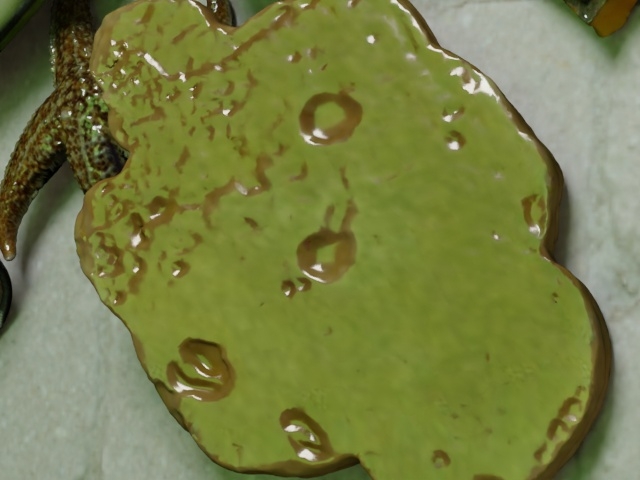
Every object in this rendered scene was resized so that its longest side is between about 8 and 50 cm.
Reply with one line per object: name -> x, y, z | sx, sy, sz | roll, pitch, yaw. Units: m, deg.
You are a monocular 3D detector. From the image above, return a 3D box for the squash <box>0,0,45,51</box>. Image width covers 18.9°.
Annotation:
squash -> -0.204, -0.227, 1.239 | 0.252, 0.093, 0.169 | -42, 78, 28

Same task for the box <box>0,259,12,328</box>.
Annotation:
box -> -0.297, 0.014, 1.259 | 0.151, 0.151, 0.135 | -49, 55, 19

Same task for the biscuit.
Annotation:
biscuit -> 0.002, 0.000, 1.102 | 0.269, 0.051, 0.376 | -46, 75, 10

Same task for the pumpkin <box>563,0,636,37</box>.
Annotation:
pumpkin -> 0.150, -0.165, 1.051 | 0.074, 0.054, 0.083 | 45, 114, 30

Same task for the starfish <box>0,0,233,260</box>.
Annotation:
starfish -> -0.140, -0.085, 1.220 | 0.213, 0.057, 0.238 | -30, 72, 18
